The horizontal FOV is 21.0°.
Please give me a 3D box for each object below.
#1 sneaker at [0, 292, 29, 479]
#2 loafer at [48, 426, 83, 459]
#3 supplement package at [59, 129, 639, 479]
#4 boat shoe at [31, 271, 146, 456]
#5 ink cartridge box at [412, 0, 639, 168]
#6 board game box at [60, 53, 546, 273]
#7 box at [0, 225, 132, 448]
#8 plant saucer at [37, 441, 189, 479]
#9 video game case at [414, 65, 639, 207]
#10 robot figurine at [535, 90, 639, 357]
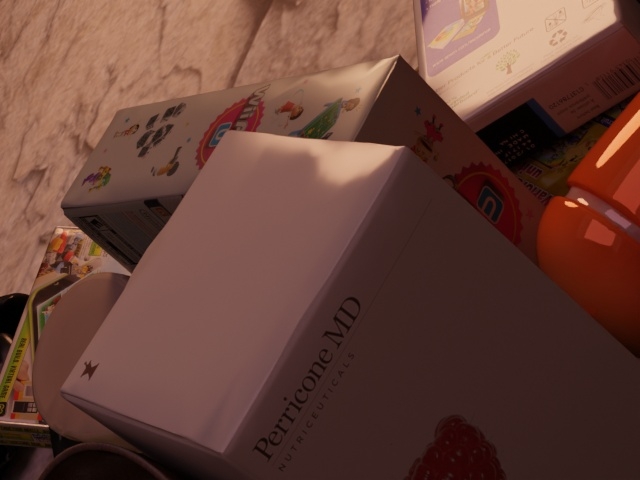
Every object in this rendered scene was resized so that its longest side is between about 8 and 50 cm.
[{"bbox_3d":[-0.299,0.152,1.493,0.146,0.102,0.293,-31,35,27],"label":"sneaker"},{"bbox_3d":[-0.169,0.190,1.310,0.076,0.078,0.223,-13,65,34],"label":"loafer"},{"bbox_3d":[0.046,0.097,0.925,0.175,0.293,0.177,10,65,56],"label":"supplement package"},{"bbox_3d":[-0.066,0.110,1.188,0.340,0.158,0.127,11,78,57],"label":"boat shoe"},{"bbox_3d":[0.147,-0.198,1.273,0.165,0.065,0.333,-32,37,26],"label":"ink cartridge box"},{"bbox_3d":[0.000,0.000,1.160,0.303,0.224,0.097,-4,51,50],"label":"board game box"},{"bbox_3d":[-0.197,0.080,1.453,0.114,0.036,0.207,3,52,14],"label":"box"},{"bbox_3d":[-0.074,0.253,0.897,0.310,0.050,0.311,18,113,52],"label":"plant saucer"},{"bbox_3d":[0.179,-0.132,1.258,0.248,0.035,0.275,-50,32,-2],"label":"video game case"},{"bbox_3d":[0.213,-0.022,1.006,0.219,0.128,0.158,-50,33,-2],"label":"robot figurine"}]
